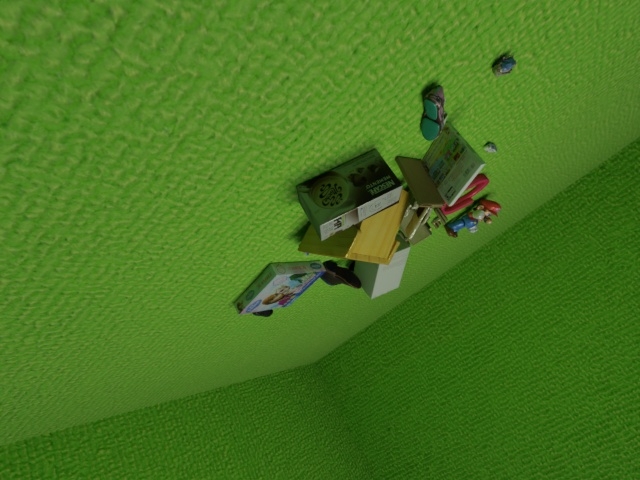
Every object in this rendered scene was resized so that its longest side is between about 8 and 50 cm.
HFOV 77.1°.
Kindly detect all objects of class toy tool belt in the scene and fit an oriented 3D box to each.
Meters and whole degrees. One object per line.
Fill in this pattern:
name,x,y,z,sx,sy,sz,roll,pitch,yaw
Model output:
toy tool belt,0.570,-0.539,1.227,0.083,0.052,0.051,-28,165,-7

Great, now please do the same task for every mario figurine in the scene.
mario figurine,0.881,-0.104,2.291,0.320,0.170,0.198,-35,-168,30

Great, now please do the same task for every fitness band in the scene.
fitness band,0.710,-0.230,2.010,0.291,0.054,0.209,-27,154,-9

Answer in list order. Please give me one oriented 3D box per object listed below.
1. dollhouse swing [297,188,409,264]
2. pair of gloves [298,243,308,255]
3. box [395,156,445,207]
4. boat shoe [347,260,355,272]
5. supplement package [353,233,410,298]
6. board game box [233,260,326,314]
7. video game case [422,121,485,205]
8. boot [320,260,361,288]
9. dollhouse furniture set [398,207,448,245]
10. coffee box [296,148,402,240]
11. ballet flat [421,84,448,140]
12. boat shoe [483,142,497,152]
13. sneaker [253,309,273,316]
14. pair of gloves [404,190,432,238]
dollhouse swing,0.140,-0.073,1.583,0.315,0.305,0.347,7,178,37
pair of gloves,0.000,0.000,1.675,0.198,0.023,0.159,-40,154,19
box,0.361,-0.210,1.451,0.164,0.201,0.021,-4,156,-44
boat shoe,0.174,0.144,2.110,0.076,0.083,0.226,-8,136,-27
supplement package,0.287,0.106,1.941,0.177,0.175,0.293,-19,138,-24
board game box,-0.182,0.213,1.832,0.318,0.066,0.318,-1,143,-48
video game case,0.462,-0.269,1.441,0.026,0.206,0.227,-19,154,-24
boot,0.092,0.185,1.982,0.106,0.219,0.082,-43,-163,47
dollhouse furniture set,0.460,-0.091,1.920,0.212,0.161,0.242,-35,177,27
coffee box,0.094,-0.148,1.307,0.297,0.168,0.119,-26,156,-8
ballet flat,0.362,-0.397,1.256,0.079,0.077,0.221,-49,157,-6
boat shoe,0.729,-0.394,1.727,0.035,0.035,0.100,-14,176,41
sneaker,-0.273,0.339,1.996,0.089,0.051,0.170,-36,153,25
pair of gloves,0.387,-0.147,1.614,0.042,0.240,0.204,21,131,-13
